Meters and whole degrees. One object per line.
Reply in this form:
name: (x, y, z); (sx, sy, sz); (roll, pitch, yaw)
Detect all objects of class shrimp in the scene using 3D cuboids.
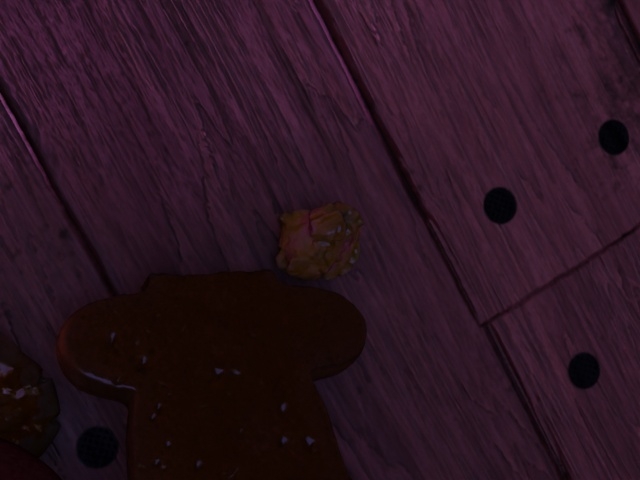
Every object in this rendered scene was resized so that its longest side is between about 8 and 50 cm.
shrimp: (-0.411, 0.139, 1.319); (0.154, 0.062, 0.294); (-42, 102, -11)

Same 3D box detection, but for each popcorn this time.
popcorn: (0.000, 0.002, 1.459); (0.109, 0.089, 0.097); (-54, 139, -5)

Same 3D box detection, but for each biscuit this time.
biscuit: (-0.092, 0.220, 1.354); (0.368, 0.076, 0.394); (-6, 65, -27)

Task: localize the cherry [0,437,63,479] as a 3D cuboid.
cherry: (-0.355, 0.325, 1.235); (0.307, 0.221, 0.261); (35, 114, -19)
